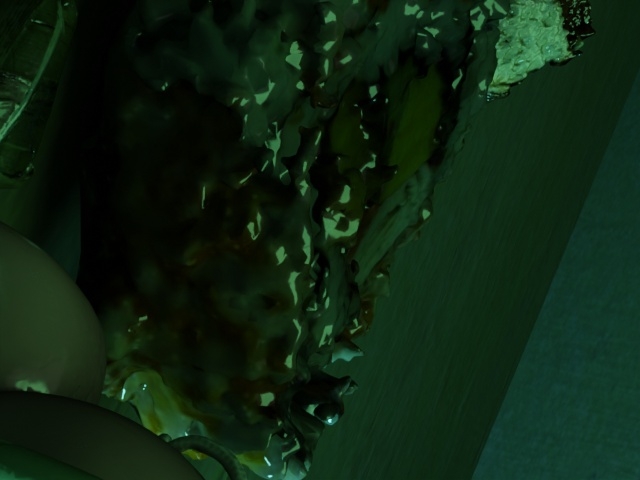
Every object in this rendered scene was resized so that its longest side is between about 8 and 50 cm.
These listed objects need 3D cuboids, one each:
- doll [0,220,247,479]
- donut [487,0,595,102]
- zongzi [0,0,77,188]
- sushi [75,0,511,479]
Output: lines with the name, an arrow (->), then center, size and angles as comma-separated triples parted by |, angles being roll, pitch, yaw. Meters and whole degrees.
doll -> -0.115, 0.126, 0.630 | 0.216, 0.268, 0.284 | -61, 160, -22
donut -> 0.206, -0.245, 1.436 | 0.187, 0.144, 0.126 | -21, 129, -27
zongzi -> -0.167, -0.083, 0.632 | 0.113, 0.052, 0.104 | 21, 81, -59
sushi -> -0.008, -0.058, 0.892 | 0.417, 0.176, 0.417 | -55, 157, -39
